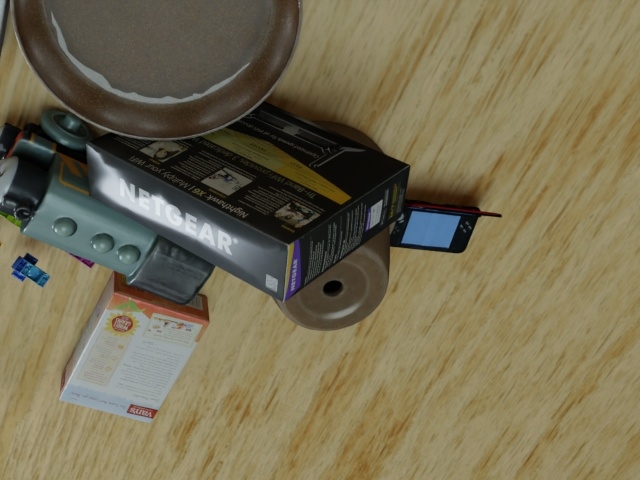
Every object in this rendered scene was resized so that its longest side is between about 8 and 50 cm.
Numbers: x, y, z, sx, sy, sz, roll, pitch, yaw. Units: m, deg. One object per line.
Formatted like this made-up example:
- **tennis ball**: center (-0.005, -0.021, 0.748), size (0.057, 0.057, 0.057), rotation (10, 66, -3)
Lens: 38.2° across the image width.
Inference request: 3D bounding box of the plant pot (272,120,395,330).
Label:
- **plant pot**: center (0.000, 0.000, 1.284), size (0.263, 0.229, 0.263), rotation (-6, 127, -9)

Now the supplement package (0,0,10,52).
- **supplement package**: center (-0.411, -0.311, 1.028), size (0.139, 0.134, 0.244), rotation (10, 123, -19)

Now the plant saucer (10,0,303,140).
- **plant saucer**: center (-0.175, -0.255, 1.014), size (0.310, 0.050, 0.311), rotation (-5, 128, -7)

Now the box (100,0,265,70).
- **box**: center (-0.182, -0.332, 1.067), size (0.232, 0.127, 0.148), rotation (30, 114, -28)

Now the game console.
- **game console**: center (0.180, -0.017, 1.398), size (0.144, 0.085, 0.124), rotation (6, 123, -16)

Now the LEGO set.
- **LEGO set**: center (-0.435, -0.010, 1.282), size (0.227, 0.093, 0.087), rotation (39, 79, -27)

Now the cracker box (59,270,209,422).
- **cracker box**: center (-0.292, 0.169, 1.443), size (0.155, 0.067, 0.232), rotation (20, 118, -23)

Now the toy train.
- **toy train**: center (-0.276, -0.043, 1.216), size (0.334, 0.190, 0.142), rotation (27, 116, -27)

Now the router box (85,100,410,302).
- **router box**: center (-0.086, -0.072, 1.114), size (0.243, 0.309, 0.081), rotation (-34, 141, -44)
